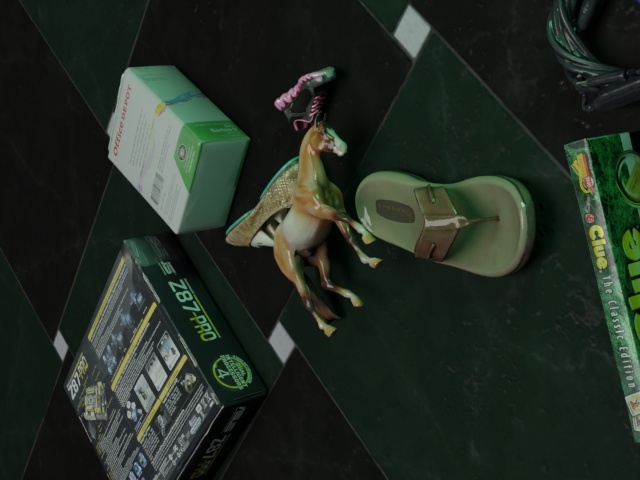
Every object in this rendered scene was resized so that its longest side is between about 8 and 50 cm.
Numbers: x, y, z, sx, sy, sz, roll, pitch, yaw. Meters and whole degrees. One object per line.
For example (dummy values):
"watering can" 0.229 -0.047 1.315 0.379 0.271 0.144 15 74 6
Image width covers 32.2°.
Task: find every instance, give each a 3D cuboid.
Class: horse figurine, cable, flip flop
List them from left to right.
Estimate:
"horse figurine" 0.000 0.000 1.344 0.174 0.066 0.263 52 145 27
"flip flop" 0.123 -0.023 1.214 0.277 0.080 0.112 16 111 49
"cable" 0.290 -0.204 0.998 0.184 0.047 0.151 -23 73 47

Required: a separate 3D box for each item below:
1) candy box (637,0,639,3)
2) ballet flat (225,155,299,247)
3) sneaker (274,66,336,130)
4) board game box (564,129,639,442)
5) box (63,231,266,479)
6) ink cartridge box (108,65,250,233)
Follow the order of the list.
"candy box" 0.376 -0.224 0.795 0.268 0.122 0.317 -45 69 40
"ballet flat" -0.060 -0.030 1.453 0.067 0.073 0.206 53 141 8
"sneaker" -0.010 -0.173 1.376 0.119 0.047 0.057 -33 80 57
"board game box" 0.293 0.032 0.973 0.030 0.136 0.260 -15 88 53
"box" -0.261 0.233 1.744 0.318 0.097 0.395 54 136 25
"ink cartridge box" -0.208 -0.133 1.587 0.212 0.093 0.154 43 129 35
